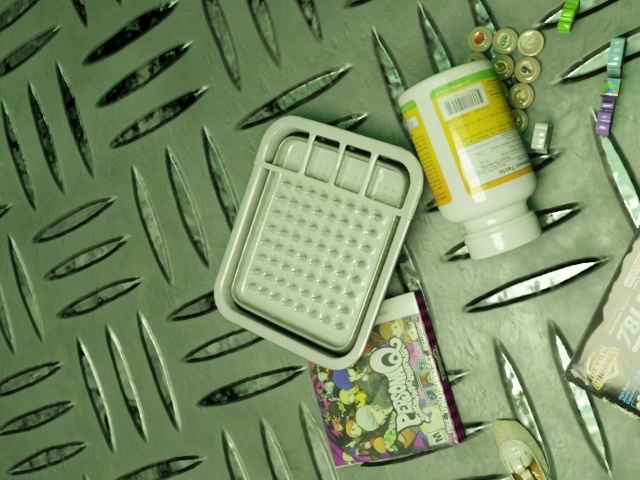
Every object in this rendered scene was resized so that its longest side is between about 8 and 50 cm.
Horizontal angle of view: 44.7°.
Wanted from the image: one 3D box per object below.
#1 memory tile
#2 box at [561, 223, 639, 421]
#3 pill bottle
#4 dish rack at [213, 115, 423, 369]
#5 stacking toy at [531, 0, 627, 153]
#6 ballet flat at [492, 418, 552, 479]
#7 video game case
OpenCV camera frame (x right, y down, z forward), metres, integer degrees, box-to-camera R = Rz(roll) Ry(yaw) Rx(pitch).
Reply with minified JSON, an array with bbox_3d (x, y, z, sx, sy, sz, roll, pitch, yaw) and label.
[{"bbox_3d":[0.251,-0.227,1.101,0.113,0.012,0.148,13,97,25],"label":"memory tile"},{"bbox_3d":[0.488,0.109,0.926,0.293,0.073,0.296,29,106,27],"label":"box"},{"bbox_3d":[0.209,-0.105,1.051,0.136,0.136,0.246,-21,91,25],"label":"pill bottle"},{"bbox_3d":[0.000,0.000,1.174,0.285,0.072,0.333,21,94,29],"label":"dish rack"},{"bbox_3d":[0.383,-0.204,1.020,0.166,0.052,0.221,13,96,23],"label":"stacking toy"},{"bbox_3d":[0.291,0.325,1.078,0.057,0.052,0.168,-36,76,23],"label":"ballet flat"},{"bbox_3d":[0.087,0.212,1.180,0.210,0.042,0.232,-18,84,27],"label":"video game case"}]
